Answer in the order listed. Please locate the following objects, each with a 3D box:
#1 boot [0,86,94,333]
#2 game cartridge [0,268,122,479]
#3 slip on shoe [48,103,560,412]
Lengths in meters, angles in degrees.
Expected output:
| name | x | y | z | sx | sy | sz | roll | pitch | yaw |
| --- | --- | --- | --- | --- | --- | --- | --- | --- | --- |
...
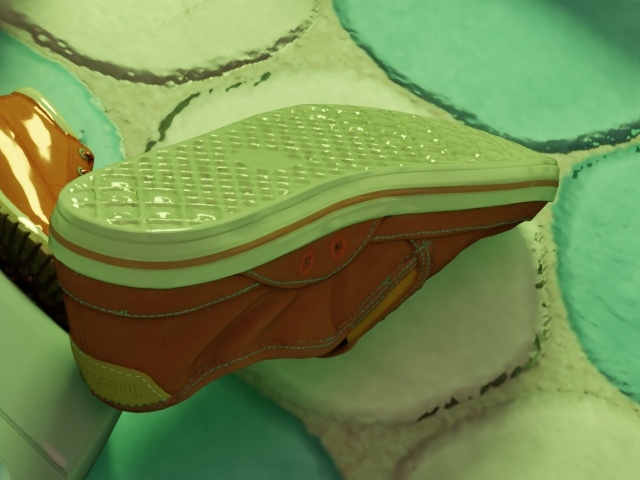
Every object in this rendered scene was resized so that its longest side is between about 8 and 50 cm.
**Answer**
| name | x | y | z | sx | sy | sz | roll | pitch | yaw |
| --- | --- | --- | --- | --- | --- | --- | --- | --- | --- |
| boot | -0.129 | -0.014 | 0.890 | 0.084 | 0.059 | 0.158 | -24 | 65 | -38 |
| game cartridge | -0.231 | 0.102 | 0.770 | 0.198 | 0.062 | 0.297 | 39 | 52 | 15 |
| slip on shoe | 0.000 | 0.000 | 0.890 | 0.123 | 0.101 | 0.331 | 21 | 25 | 33 |
